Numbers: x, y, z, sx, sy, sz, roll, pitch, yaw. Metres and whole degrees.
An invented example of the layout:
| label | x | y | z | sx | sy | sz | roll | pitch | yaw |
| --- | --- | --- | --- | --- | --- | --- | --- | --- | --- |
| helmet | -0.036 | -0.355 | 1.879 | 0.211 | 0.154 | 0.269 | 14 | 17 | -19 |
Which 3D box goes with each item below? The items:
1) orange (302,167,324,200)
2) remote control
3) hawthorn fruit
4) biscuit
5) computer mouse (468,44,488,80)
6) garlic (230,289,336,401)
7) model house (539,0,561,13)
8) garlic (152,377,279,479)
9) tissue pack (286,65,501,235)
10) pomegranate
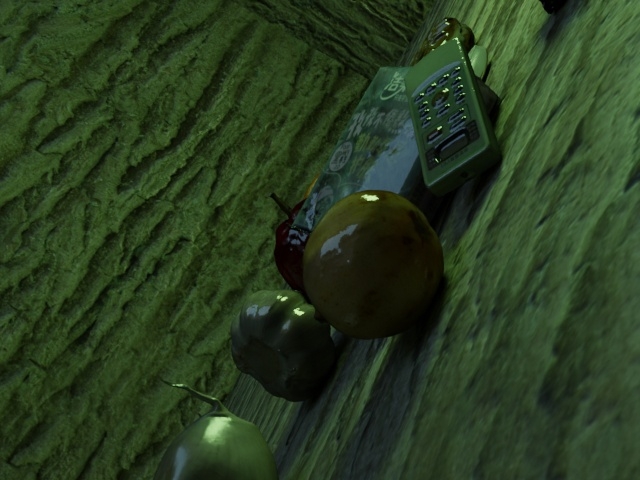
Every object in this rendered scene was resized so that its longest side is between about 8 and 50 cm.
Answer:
| label | x | y | z | sx | sy | sz | roll | pitch | yaw |
| --- | --- | --- | --- | --- | --- | --- | --- | --- | --- |
| orange | 0.060 | -0.092 | 2.099 | 0.224 | 0.170 | 0.224 | -40 | 30 | 28 |
| remote control | 0.196 | -0.200 | 1.328 | 0.123 | 0.038 | 0.285 | -31 | 43 | 28 |
| hawthorn fruit | 0.000 | 0.000 | 1.707 | 0.210 | 0.266 | 0.230 | -33 | -17 | -47 |
| biscuit | 0.263 | -0.395 | 2.106 | 0.332 | 0.103 | 0.332 | -61 | 4 | 8 |
| computer mouse | 0.289 | -0.307 | 1.701 | 0.102 | 0.045 | 0.199 | -56 | 7 | 49 |
| garlic | -0.065 | 0.191 | 1.626 | 0.152 | 0.228 | 0.227 | -23 | -28 | -49 |
| model house | 0.334 | -0.586 | 1.444 | 0.317 | 0.283 | 0.297 | -59 | 6 | 13 |
| garlic | -0.190 | 0.432 | 1.389 | 0.231 | 0.246 | 0.339 | 98 | -174 | -66 |
| tissue pack | 0.124 | -0.132 | 1.485 | 0.259 | 0.122 | 0.361 | 18 | 77 | 53 |
| pomegranate | 0.069 | 0.033 | 1.183 | 0.207 | 0.207 | 0.207 | -60 | 5 | 9 |
